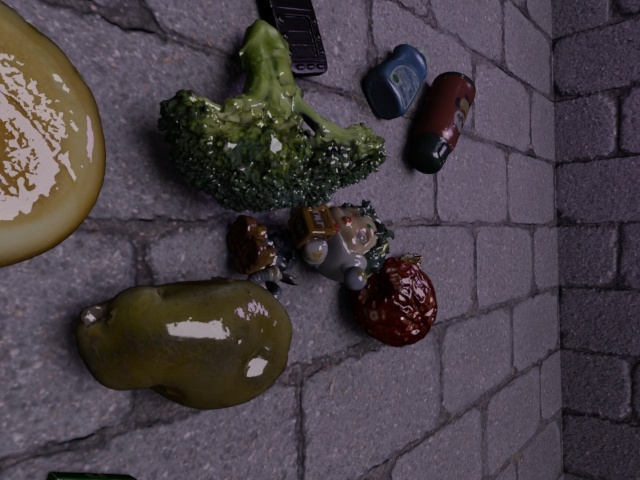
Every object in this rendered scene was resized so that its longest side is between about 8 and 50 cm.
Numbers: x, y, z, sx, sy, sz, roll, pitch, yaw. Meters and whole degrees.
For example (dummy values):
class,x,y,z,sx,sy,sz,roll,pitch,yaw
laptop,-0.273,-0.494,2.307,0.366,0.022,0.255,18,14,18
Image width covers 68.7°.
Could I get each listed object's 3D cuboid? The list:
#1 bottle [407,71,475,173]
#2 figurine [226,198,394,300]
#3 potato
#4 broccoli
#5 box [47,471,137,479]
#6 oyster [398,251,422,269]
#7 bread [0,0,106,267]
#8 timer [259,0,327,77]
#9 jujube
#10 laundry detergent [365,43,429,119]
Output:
class,x,y,z,sx,sy,sz,roll,pitch,yaw
bottle,0.367,-0.354,1.444,0.144,0.144,0.336,44,61,-38
figurine,0.000,-0.004,1.000,0.382,0.186,0.261,1,66,-42
potato,-0.201,0.159,0.744,0.351,0.218,0.202,24,45,-43
broccoli,-0.126,-0.225,0.829,0.353,0.275,0.397,-16,75,-53
box,-0.371,0.467,0.681,0.132,0.034,0.235,30,67,-44
oyster,0.245,0.085,1.357,0.148,0.051,0.103,-19,106,-31
bread,-0.419,-0.130,0.551,0.333,0.160,0.332,-1,91,-49
timer,-0.060,-0.457,1.038,0.144,0.055,0.187,-25,103,-47
jujube,0.189,0.155,1.175,0.232,0.213,0.212,37,62,-51
laundry detergent,0.231,-0.470,1.337,0.143,0.094,0.290,55,49,-24
